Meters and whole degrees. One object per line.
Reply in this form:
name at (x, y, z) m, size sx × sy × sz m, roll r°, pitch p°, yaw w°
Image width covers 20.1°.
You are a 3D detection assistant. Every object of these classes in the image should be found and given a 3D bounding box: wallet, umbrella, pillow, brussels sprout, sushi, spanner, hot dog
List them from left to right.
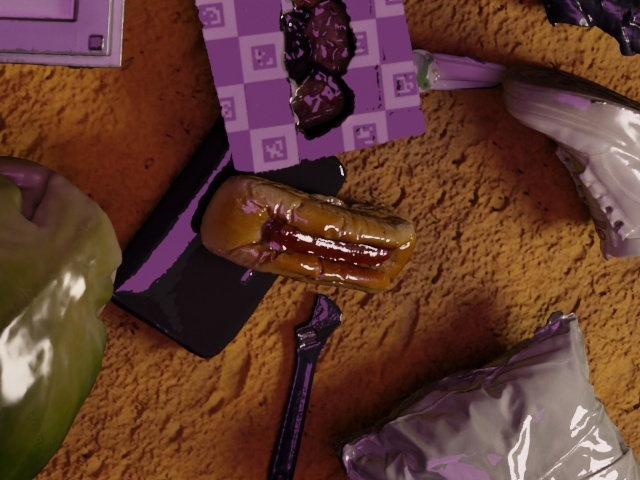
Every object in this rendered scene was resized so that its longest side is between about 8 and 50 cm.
brussels sprout at (-0.332, 0.088, 1.547) m, size 0.354 × 0.281 × 0.289 m, roll -45°, pitch 114°, yaw -13°
wallet at (-0.085, -0.014, 1.723) m, size 0.149 × 0.044 × 0.250 m, roll 37°, pitch 90°, yaw -26°
sushi at (-0.017, -0.184, 1.678) m, size 0.192 × 0.050 × 0.215 m, roll -14°, pitch 103°, yaw -11°
spanner at (-0.018, 0.152, 1.804) m, size 0.046 × 0.012 × 0.208 m, roll 9°, pitch 102°, yaw -21°
hot dog at (0.000, 0.000, 1.700) m, size 0.242 × 0.073 × 0.084 m, roll 14°, pitch 105°, yaw -41°
pillow at (0.199, 0.257, 1.835) m, size 0.283 × 0.138 × 0.310 m, roll -32°, pitch 109°, yaw -8°
umbrella at (0.225, -0.254, 1.748) m, size 0.224 × 0.071 × 0.080 m, roll 29°, pitch 55°, yaw -17°

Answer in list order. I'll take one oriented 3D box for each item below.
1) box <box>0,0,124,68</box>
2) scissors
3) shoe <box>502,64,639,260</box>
box at (-0.284, -0.267, 1.549) m, size 0.225 × 0.117 × 0.225 m, roll 0°, pitch 104°, yaw -18°
scissors at (0.087, -0.164, 1.746) m, size 0.204 × 0.027 × 0.101 m, roll 4°, pitch 104°, yaw -17°
shoe at (0.295, -0.060, 1.796) m, size 0.316 × 0.124 × 0.159 m, roll 17°, pitch 105°, yaw -21°
